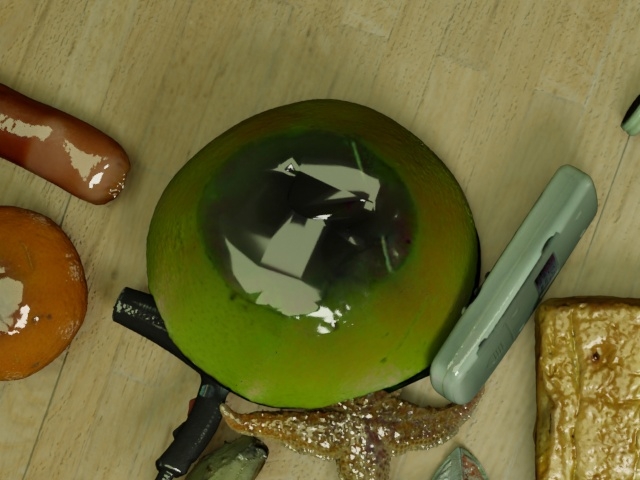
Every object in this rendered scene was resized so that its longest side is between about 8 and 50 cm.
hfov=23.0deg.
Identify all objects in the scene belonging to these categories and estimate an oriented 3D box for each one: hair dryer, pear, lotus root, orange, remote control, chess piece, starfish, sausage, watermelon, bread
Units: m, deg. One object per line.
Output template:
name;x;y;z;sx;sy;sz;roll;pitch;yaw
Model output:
hair dryer;-0.175;0.193;1.854;0.236;0.091;0.271;21;65;5
pear;-0.001;-0.004;1.778;0.399;0.165;0.398;1;74;-5
lotus root;-0.125;0.292;1.874;0.070;0.143;0.144;35;76;1
orange;-0.394;0.062;1.889;0.224;0.170;0.224;0;91;7
remote control;0.222;0.056;1.805;0.056;0.140;0.296;32;83;21
chess piece;0.411;-0.131;1.841;0.103;0.067;0.067;34;93;-1
starfish;0.041;0.190;1.842;0.302;0.060;0.299;19;85;-11
sausage;-0.371;-0.135;1.935;0.300;0.083;0.089;25;86;5
watermelon;0.162;0.297;1.864;0.085;0.061;0.085;0;84;-1
bread;0.329;0.208;1.803;0.167;0.132;0.294;0;86;6
